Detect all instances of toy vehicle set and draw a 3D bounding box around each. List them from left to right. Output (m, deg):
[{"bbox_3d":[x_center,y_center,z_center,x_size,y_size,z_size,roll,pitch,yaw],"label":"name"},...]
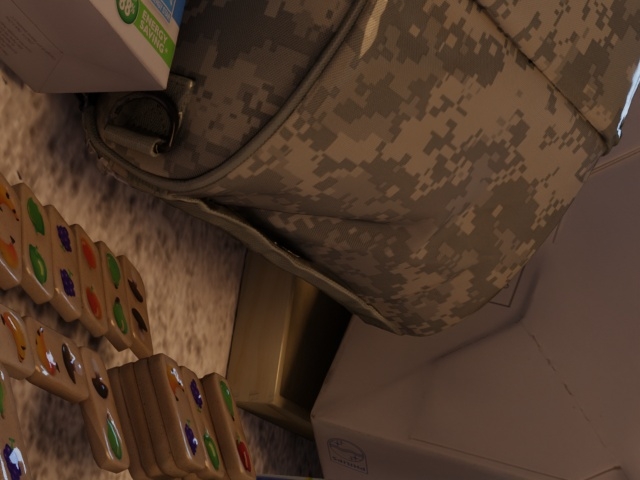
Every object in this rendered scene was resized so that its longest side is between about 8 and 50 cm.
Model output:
[{"bbox_3d":[0.000,0.000,1.034,0.166,0.035,0.267,42,53,-63],"label":"toy vehicle set"}]

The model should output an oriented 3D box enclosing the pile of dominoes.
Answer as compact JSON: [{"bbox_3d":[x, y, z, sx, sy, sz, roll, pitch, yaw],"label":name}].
[{"bbox_3d":[-0.092,0.063,0.663,0.251,0.040,0.196,50,21,-68],"label":"pile of dominoes"}]

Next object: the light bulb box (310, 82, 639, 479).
[{"bbox_3d":[0.173,0.112,1.116,0.361,0.225,0.358,81,29,-52],"label":"light bulb box"}]

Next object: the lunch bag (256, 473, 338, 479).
[{"bbox_3d":[0.013,0.222,0.837,0.090,0.219,0.176,73,27,-42],"label":"lunch bag"}]

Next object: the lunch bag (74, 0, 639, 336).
[{"bbox_3d":[0.026,-0.098,0.823,0.305,0.212,0.256,34,77,-53],"label":"lunch bag"}]

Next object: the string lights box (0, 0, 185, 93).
[{"bbox_3d":[-0.105,-0.214,0.680,0.133,0.076,0.260,50,46,-59],"label":"string lights box"}]
